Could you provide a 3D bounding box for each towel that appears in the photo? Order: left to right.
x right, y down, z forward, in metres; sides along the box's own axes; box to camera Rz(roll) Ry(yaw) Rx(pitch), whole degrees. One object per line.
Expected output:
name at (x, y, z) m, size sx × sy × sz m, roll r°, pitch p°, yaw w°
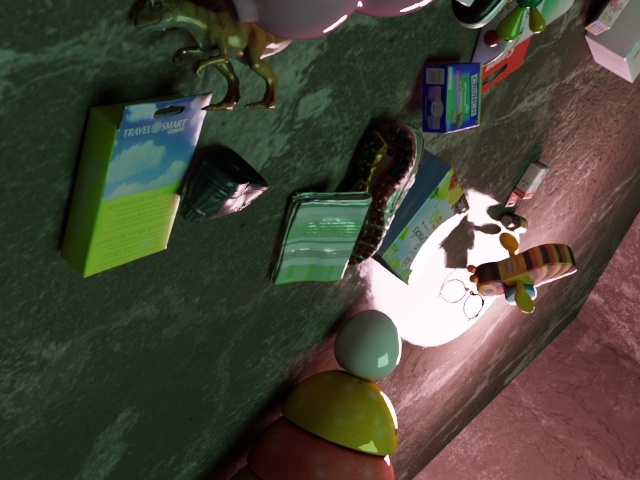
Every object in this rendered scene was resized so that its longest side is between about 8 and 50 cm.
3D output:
towel at (0.000, 0.000, 1.139) m, size 0.113 × 0.023 × 0.152 m, roll -1°, pitch 132°, yaw -23°

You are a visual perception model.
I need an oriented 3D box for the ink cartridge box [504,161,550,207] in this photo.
ink cartridge box at (0.443, -0.114, 1.852) m, size 0.063 × 0.029 × 0.115 m, roll -11°, pitch 134°, yaw -58°

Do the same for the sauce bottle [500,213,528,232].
sauce bottle at (0.430, -0.038, 1.921) m, size 0.042 × 0.042 × 0.128 m, roll -58°, pitch 158°, yaw 13°

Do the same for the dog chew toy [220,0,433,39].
dog chew toy at (0.061, -0.279, 0.699) m, size 0.331 × 0.207 × 0.207 m, roll -35°, pitch 154°, yaw -10°

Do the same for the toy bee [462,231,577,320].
toy bee at (0.413, 0.090, 1.932) m, size 0.162 × 0.195 × 0.298 m, roll 25°, pitch 115°, yaw -42°

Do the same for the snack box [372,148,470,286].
snack box at (0.149, -0.032, 1.374) m, size 0.174 × 0.070 × 0.207 m, roll -51°, pitch 156°, yaw -2°

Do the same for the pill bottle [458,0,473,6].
pill bottle at (0.163, -0.354, 0.869) m, size 0.119 × 0.119 × 0.209 m, roll -5°, pitch 129°, yaw -60°

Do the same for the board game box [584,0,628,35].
board game box at (0.525, -0.434, 1.498) m, size 0.154 × 0.026 × 0.103 m, roll -56°, pitch 179°, yaw 9°

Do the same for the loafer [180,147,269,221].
loafer at (-0.100, -0.054, 0.874) m, size 0.061 × 0.062 × 0.170 m, roll -49°, pitch 173°, yaw 11°

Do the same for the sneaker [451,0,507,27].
sneaker at (0.193, -0.361, 0.983) m, size 0.121 × 0.079 × 0.217 m, roll 10°, pitch 107°, yaw -61°

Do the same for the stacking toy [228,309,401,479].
stacking toy at (0.023, 0.349, 1.487) m, size 0.350 × 0.350 × 0.480 m, roll 19°, pitch 92°, yaw -66°

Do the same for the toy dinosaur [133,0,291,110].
toy dinosaur at (-0.062, -0.170, 0.751) m, size 0.211 × 0.064 × 0.112 m, roll -9°, pitch 99°, yaw -52°

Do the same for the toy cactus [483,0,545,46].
toy cactus at (0.280, -0.346, 1.061) m, size 0.219 × 0.112 × 0.180 m, roll -61°, pitch -165°, yaw -1°

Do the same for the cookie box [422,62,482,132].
cookie box at (0.182, -0.198, 1.189) m, size 0.107 × 0.040 × 0.092 m, roll -20°, pitch 114°, yaw -53°

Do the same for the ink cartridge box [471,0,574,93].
ink cartridge box at (0.299, -0.305, 1.281) m, size 0.181 × 0.056 × 0.225 m, roll -36°, pitch 151°, yaw -32°

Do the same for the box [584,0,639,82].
box at (0.582, -0.393, 1.625) m, size 0.130 × 0.091 × 0.170 m, roll -55°, pitch 157°, yaw 9°

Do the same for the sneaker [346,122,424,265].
sneaker at (0.082, -0.060, 1.188) m, size 0.092 × 0.088 × 0.225 m, roll -26°, pitch 150°, yaw -59°

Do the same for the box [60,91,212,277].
box at (-0.168, -0.059, 0.780) m, size 0.109 × 0.042 × 0.178 m, roll -23°, pitch 143°, yaw -50°
